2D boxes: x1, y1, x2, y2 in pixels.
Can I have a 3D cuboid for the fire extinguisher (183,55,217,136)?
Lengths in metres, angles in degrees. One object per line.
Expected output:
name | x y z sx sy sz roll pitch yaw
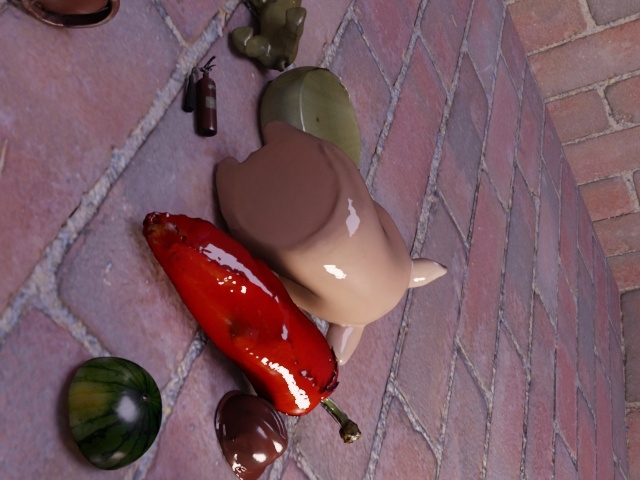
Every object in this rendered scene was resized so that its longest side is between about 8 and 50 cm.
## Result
fire extinguisher | -0.150 -0.180 1.006 0.046 0.032 0.100 3 72 -25

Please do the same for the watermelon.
watermelon | -0.181 0.155 0.748 0.105 0.062 0.105 45 38 -51

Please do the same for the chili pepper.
chili pepper | -0.070 0.104 0.936 0.387 0.110 0.110 53 35 -32

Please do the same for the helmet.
helmet | -0.066 0.221 0.932 0.111 0.057 0.089 65 27 -18

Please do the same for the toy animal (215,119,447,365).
toy animal | 0.001 0.001 1.045 0.213 0.195 0.256 47 1 39

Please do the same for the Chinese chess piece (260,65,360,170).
Chinese chess piece | -0.012 -0.159 1.190 0.188 0.083 0.188 29 56 -55

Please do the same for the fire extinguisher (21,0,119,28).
fire extinguisher | -0.248 -0.354 0.824 0.105 0.105 0.269 20 60 -57

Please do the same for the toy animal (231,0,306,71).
toy animal | -0.058 -0.330 1.188 0.101 0.103 0.218 70 19 -55
